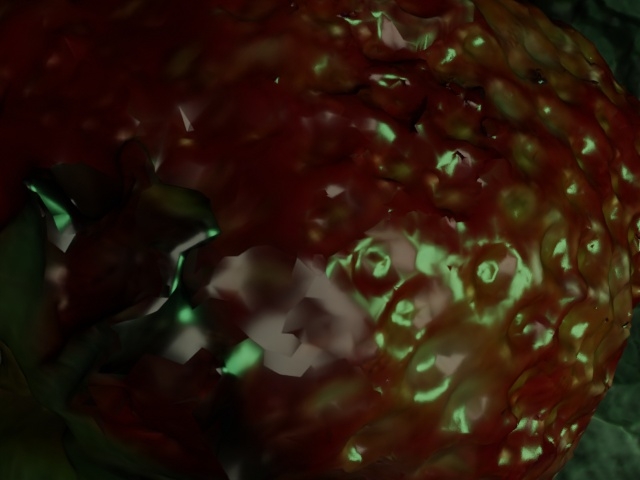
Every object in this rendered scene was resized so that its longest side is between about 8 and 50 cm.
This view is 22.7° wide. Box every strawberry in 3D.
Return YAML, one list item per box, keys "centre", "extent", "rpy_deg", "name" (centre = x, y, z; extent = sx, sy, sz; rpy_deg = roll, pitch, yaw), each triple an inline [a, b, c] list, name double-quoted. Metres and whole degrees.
- centre: [0.000, 0.000, 0.553]
  extent: [0.288, 0.250, 0.238]
  rpy_deg: [-24, 74, -30]
  name: "strawberry"
